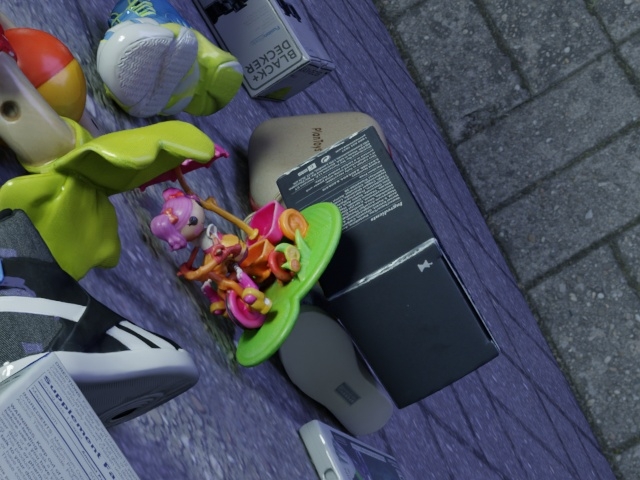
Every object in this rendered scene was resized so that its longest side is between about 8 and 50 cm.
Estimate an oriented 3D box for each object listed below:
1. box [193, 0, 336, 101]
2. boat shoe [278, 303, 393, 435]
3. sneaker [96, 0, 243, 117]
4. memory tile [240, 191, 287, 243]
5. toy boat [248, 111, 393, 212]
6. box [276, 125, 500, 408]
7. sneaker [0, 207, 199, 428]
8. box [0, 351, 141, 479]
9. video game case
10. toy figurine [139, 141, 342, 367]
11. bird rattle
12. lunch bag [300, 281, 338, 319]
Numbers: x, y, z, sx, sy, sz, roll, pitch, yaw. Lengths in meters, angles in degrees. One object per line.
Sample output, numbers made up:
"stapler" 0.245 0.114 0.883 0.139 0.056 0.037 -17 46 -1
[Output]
"box" -0.103 -0.315 2.005 0.290 0.087 0.169 58 11 2
"boat shoe" 0.008 0.106 1.455 0.184 0.066 0.063 45 6 -45
"sneaker" -0.163 -0.175 1.459 0.126 0.091 0.240 42 8 16
"memory tile" 0.000 0.000 1.567 0.148 0.113 0.012 50 1 -35
"toy boat" 0.003 -0.041 1.695 0.231 0.151 0.151 -96 -178 -63
"box" 0.058 0.021 1.463 0.153 0.108 0.207 58 5 -35
"sneaker" -0.147 0.040 0.930 0.121 0.079 0.217 63 14 14
"box" -0.136 0.135 0.753 0.126 0.072 0.137 57 12 -5
"video game case" 0.059 0.248 1.396 0.190 0.022 0.173 37 24 -61
"toy figurine" -0.087 -0.007 1.310 0.159 0.130 0.173 38 44 -23
"bird rattle" -0.205 -0.093 1.049 0.253 0.143 0.207 42 4 -13
"lunch bag" -0.025 0.039 1.508 0.071 0.053 0.083 25 45 -66
